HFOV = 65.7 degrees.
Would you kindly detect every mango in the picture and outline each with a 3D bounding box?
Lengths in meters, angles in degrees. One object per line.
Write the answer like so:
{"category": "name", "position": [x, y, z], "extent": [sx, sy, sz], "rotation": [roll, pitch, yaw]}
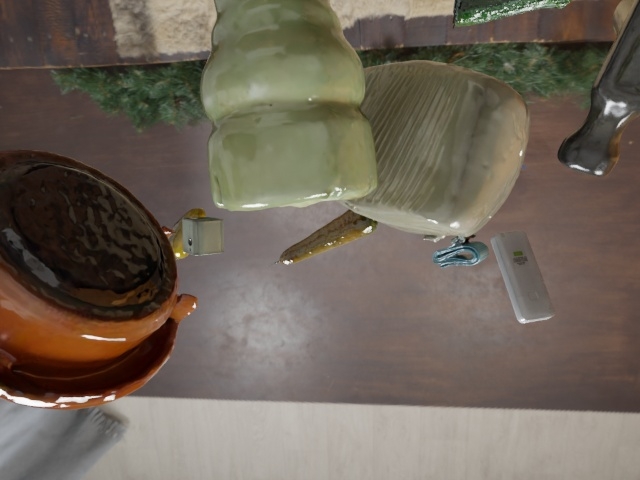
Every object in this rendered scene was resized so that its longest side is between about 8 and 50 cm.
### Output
{"category": "mango", "position": [-0.372, -0.023, 1.378], "extent": [0.076, 0.103, 0.161], "rotation": [28, 108, -24]}

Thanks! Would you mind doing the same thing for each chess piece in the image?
{"category": "chess piece", "position": [-0.051, -0.254, 0.479], "extent": [0.234, 0.234, 0.441], "rotation": [-5, 99, 7]}

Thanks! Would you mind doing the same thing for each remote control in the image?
{"category": "remote control", "position": [0.542, 0.094, 1.334], "extent": [0.103, 0.034, 0.250], "rotation": [-7, 69, -15]}

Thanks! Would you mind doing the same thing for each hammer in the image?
{"category": "hammer", "position": [0.299, -0.200, 0.474], "extent": [0.044, 0.440, 0.168], "rotation": [27, 124, 16]}

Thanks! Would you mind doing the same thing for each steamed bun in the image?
{"category": "steamed bun", "position": [0.158, -0.134, 0.773], "extent": [0.236, 0.384, 0.246], "rotation": [16, 95, -35]}

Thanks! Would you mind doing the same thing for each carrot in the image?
{"category": "carrot", "position": [0.000, 0.000, 1.185], "extent": [0.298, 0.078, 0.078], "rotation": [-26, 103, 24]}

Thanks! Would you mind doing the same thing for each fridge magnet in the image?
{"category": "fridge magnet", "position": [-0.319, 0.028, 0.608], "extent": [0.155, 0.363, 0.363], "rotation": [-39, 100, 21]}

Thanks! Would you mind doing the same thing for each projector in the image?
{"category": "projector", "position": [-0.281, -0.012, 1.188], "extent": [0.083, 0.083, 0.082], "rotation": [11, 103, 49]}

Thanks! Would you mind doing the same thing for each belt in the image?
{"category": "belt", "position": [0.375, 0.023, 1.363], "extent": [0.065, 0.179, 0.100], "rotation": [-20, 89, -32]}

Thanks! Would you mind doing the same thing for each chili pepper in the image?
{"category": "chili pepper", "position": [0.383, -0.475, 0.997], "extent": [0.227, 0.059, 0.088], "rotation": [3, 83, 14]}
